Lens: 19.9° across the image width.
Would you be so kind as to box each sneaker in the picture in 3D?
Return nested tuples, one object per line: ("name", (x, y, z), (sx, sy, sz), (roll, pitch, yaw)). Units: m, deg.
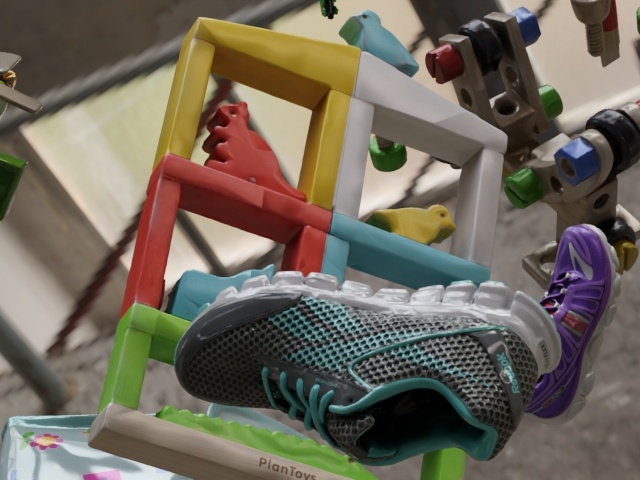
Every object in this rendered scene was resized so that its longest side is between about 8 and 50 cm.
("sneaker", (0.196, 0.065, 1.498), (0.068, 0.071, 0.170), (-7, 66, 60))
("sneaker", (0.011, 0.057, 0.743), (0.166, 0.065, 0.076), (-4, 38, 23))

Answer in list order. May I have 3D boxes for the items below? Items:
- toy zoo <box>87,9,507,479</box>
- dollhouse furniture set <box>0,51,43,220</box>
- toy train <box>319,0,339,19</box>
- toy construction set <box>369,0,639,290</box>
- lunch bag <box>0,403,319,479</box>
("toy zoo", (0.000, 0.000, 0.968), (0.030, 0.192, 0.293), (133, 151, -55))
("dollhouse furniture set", (-0.202, -0.064, 1.144), (0.152, 0.058, 0.076), (-80, 14, -73))
("toy train", (0.004, -0.254, 1.757), (0.017, 0.083, 0.024), (-12, 19, -11))
("toy construction set", (0.240, -0.101, 1.788), (0.257, 0.237, 0.309), (16, 52, 29))
("lunch bag", (-0.099, 0.231, 1.303), (0.262, 0.160, 0.223), (-2, 31, -4))
